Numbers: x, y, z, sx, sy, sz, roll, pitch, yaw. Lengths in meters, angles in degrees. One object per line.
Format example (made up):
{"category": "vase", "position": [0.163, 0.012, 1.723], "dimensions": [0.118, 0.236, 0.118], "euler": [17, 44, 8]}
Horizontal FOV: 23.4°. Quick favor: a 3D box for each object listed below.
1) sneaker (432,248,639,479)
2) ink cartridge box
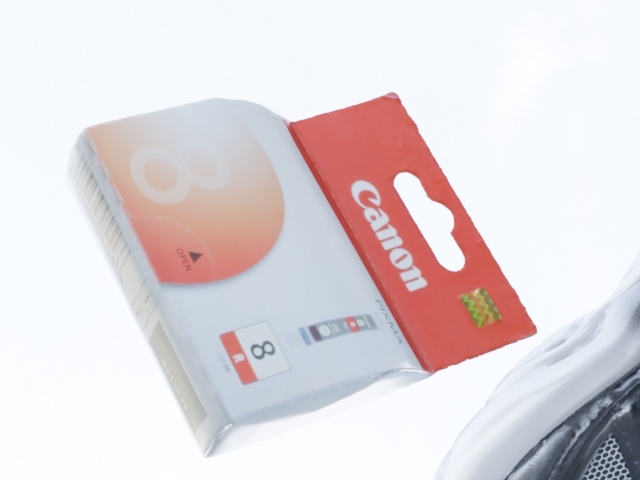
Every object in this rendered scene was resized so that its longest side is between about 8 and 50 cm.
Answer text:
{"category": "sneaker", "position": [0.136, 0.059, 0.391], "dimensions": [0.153, 0.268, 0.101], "euler": [22, -24, 53]}
{"category": "ink cartridge box", "position": [0.000, 0.000, 0.669], "dimensions": [0.179, 0.145, 0.045], "euler": [-18, -23, -28]}
